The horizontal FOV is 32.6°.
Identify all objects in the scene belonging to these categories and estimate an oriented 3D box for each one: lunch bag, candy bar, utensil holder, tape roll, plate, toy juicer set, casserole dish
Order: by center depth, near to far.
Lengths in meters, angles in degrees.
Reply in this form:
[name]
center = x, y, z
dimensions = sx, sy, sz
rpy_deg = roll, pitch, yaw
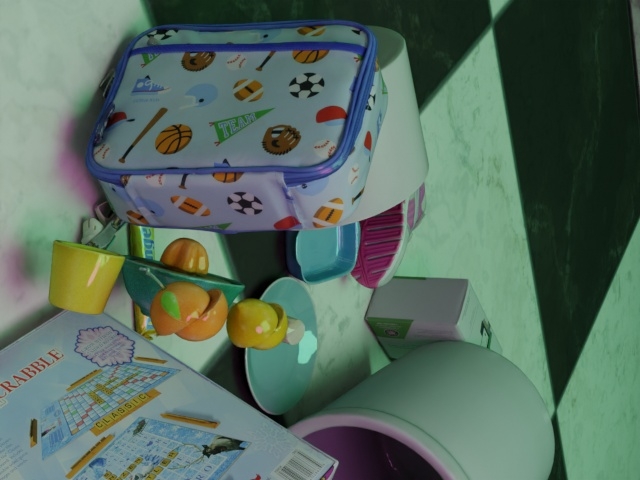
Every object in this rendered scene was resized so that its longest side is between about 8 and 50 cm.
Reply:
[toy juicer set]
center = -0.113, 0.050, 1.138
dimensions = 0.329, 0.209, 0.089
rpy_deg = 14, 90, -68
[lunch bag]
center = -0.089, -0.130, 1.139
dimensions = 0.115, 0.304, 0.243
rpy_deg = 70, 29, -52
[candy bar]
center = -0.198, 0.035, 1.239
dimensions = 0.040, 0.018, 0.161
rpy_deg = -15, 105, -59
[tape roll]
center = 0.001, -0.142, 1.347
dimensions = 0.246, 0.246, 0.169
rpy_deg = -50, 133, -47
[plate]
center = -0.058, 0.143, 1.491
dimensions = 0.188, 0.024, 0.188
rpy_deg = -8, 99, -61
[utensil holder]
center = 0.136, 0.335, 1.556
dimensions = 0.385, 0.328, 0.327
rpy_deg = -25, 114, -60
[casserole dish]
center = 0.000, 0.000, 1.569
dimensions = 0.188, 0.037, 0.114
rpy_deg = -13, 104, -60

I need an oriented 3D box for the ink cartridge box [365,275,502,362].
[ink cartridge box]
center = 0.191, 0.157, 1.797
dimensions = 0.219, 0.160, 0.092
rpy_deg = 58, 42, -46

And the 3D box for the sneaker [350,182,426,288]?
[sneaker]
center = 0.114, -0.035, 1.700
dimensions = 0.111, 0.103, 0.252
rpy_deg = 44, 56, -51

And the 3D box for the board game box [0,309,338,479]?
[board game box]
center = -0.195, 0.214, 0.971
dimensions = 0.319, 0.318, 0.065
rpy_deg = -36, 152, -53

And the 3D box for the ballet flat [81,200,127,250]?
[ballet flat]
center = -0.231, -0.015, 1.165
dimensions = 0.114, 0.041, 0.041
rpy_deg = -57, 139, -42
